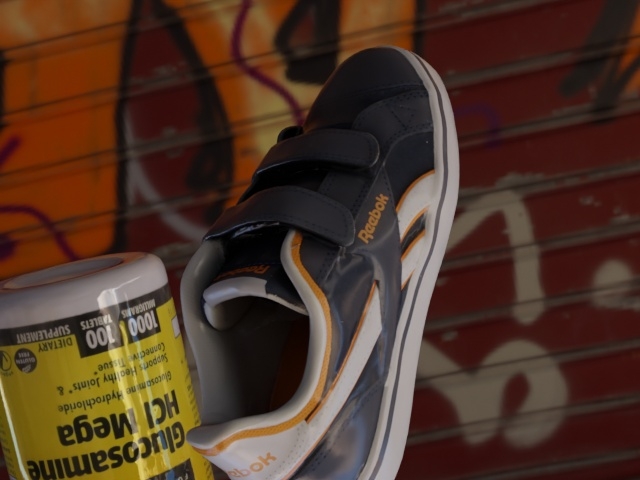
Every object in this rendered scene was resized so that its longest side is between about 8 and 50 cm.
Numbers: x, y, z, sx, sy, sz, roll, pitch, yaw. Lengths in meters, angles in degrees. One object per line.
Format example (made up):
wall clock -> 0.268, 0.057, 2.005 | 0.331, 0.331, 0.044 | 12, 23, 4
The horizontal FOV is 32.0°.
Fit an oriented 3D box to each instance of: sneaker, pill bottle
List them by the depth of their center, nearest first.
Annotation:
sneaker -> 0.000, 0.000, 0.691 | 0.127, 0.321, 0.126 | 28, 150, -37
pill bottle -> -0.206, 0.191, 1.069 | 0.188, 0.333, 0.188 | -12, -172, 2
